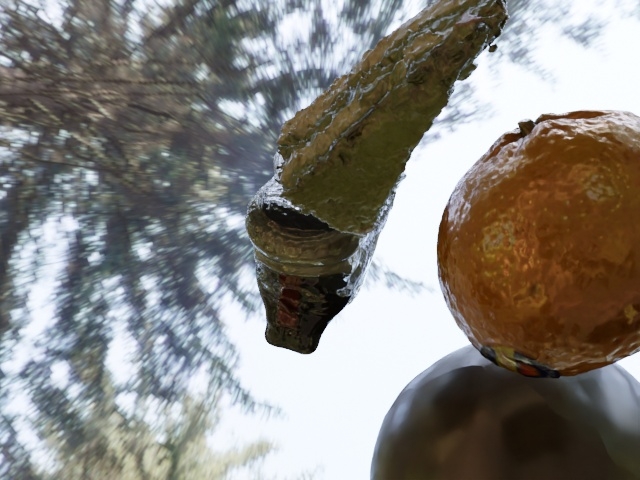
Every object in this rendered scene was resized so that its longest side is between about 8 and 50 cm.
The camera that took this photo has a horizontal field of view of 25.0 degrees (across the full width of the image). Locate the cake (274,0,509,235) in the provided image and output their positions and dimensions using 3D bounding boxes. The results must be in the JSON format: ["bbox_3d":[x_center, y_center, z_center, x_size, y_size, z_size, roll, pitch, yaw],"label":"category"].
[{"bbox_3d":[0.028,-0.064,0.622,0.055,0.051,0.140,18,-47,-17],"label":"cake"}]

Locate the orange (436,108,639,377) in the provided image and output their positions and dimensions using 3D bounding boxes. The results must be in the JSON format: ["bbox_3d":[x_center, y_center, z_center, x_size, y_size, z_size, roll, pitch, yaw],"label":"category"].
[{"bbox_3d":[0.156,0.003,0.878,0.177,0.177,0.155,-16,-103,1],"label":"orange"}]

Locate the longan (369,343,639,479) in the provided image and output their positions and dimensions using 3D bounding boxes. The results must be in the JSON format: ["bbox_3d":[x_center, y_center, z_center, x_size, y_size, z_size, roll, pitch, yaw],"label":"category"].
[{"bbox_3d":[0.158,0.199,1.098,0.258,0.258,0.258,0,-88,0],"label":"longan"}]

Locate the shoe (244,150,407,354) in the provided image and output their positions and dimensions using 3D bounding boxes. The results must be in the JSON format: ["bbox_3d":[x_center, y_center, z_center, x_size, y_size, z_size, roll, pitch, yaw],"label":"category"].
[{"bbox_3d":[0.000,0.000,1.067,0.099,0.227,0.112,11,-71,10],"label":"shoe"}]
